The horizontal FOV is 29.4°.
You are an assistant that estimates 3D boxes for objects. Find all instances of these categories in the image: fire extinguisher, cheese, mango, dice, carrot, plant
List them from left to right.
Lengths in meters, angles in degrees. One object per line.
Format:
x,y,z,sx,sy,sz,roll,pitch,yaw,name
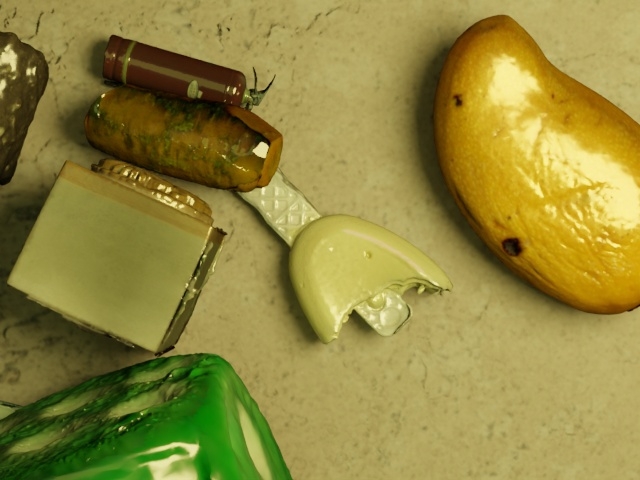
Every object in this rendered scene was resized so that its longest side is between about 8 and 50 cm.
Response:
-0.332,-0.103,1.097,0.132,0.129,0.194,28,87,-1,plant
-0.161,0.274,1.000,0.297,0.287,0.300,-22,101,6,dice
-0.122,-0.095,1.114,0.173,0.082,0.082,19,90,10,carrot
-0.125,-0.150,1.143,0.158,0.043,0.064,17,120,0,fire extinguisher
0.000,0.000,1.141,0.127,0.050,0.235,-43,83,-1,cheese
0.210,-0.062,1.111,0.177,0.120,0.295,-40,89,7,mango

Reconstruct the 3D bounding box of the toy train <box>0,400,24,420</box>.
-0.365,0.156,1.138,0.207,0.047,0.043,13,91,1,toy train

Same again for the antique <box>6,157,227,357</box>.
-0.172,0.011,1.092,0.152,0.147,0.148,24,87,-1,antique
